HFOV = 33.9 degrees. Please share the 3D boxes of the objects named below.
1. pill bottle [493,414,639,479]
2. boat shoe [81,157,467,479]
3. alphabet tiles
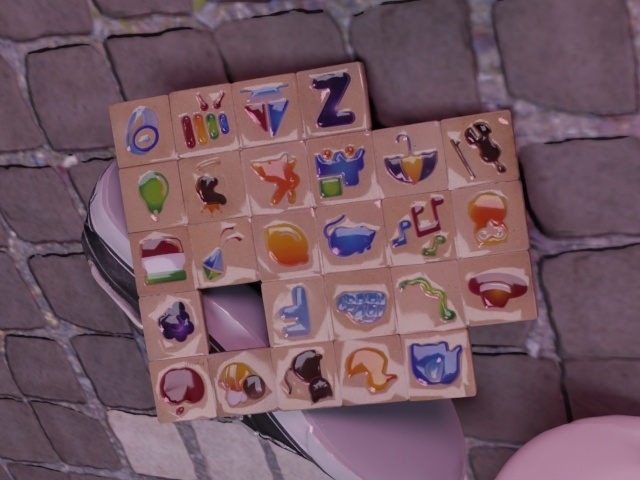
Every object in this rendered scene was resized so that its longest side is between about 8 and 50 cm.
[{"bbox_3d":[0.178,0.322,0.699,0.224,0.224,0.392,19,131,14],"label":"pill bottle"},{"bbox_3d":[-0.041,0.075,0.702,0.306,0.113,0.105,38,140,0],"label":"boat shoe"},{"bbox_3d":[0.000,0.000,0.613,0.237,0.009,0.198,-7,93,14],"label":"alphabet tiles"}]
